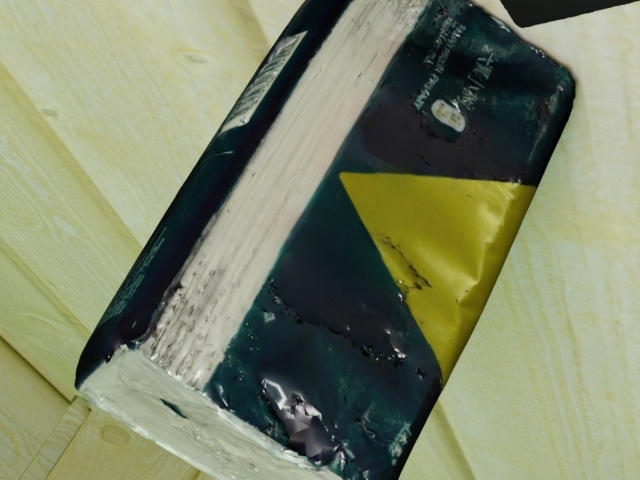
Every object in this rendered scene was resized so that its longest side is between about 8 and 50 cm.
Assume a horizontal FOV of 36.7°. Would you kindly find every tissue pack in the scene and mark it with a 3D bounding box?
[{"bbox_3d":[0.000,0.000,0.821,0.253,0.417,0.264,35,155,-9],"label":"tissue pack"}]

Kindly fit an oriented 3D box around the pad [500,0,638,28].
[{"bbox_3d":[0.207,-0.230,0.659,0.265,0.009,0.159,-3,138,47],"label":"pad"}]
